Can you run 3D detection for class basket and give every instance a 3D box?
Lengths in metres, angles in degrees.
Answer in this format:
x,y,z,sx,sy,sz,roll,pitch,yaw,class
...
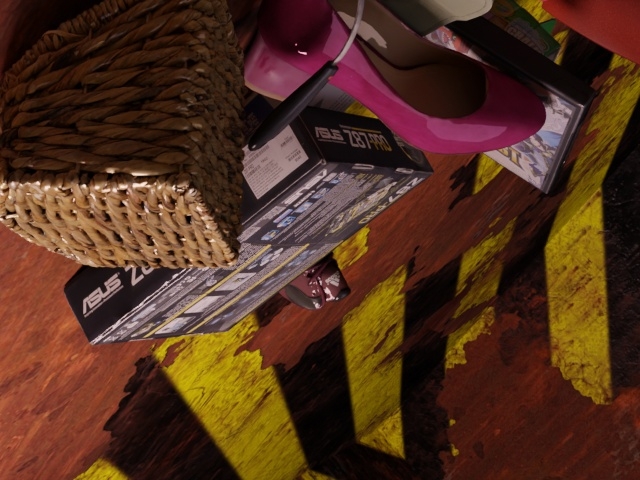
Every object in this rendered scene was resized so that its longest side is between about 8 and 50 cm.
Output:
x,y,z,sx,sy,sz,roll,pitch,yaw,class
-0.190,-0.111,1.229,0.213,0.223,0.299,1,166,5,basket

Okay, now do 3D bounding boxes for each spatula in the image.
x,y,z,sx,sy,sz,roll,pitch,yaw,class
0.021,-0.198,1.296,0.296,0.030,0.084,-51,176,18,spatula

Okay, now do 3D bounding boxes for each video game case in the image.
x,y,z,sx,sy,sz,roll,pitch,yaw,class
0.200,-0.192,1.637,0.035,0.275,0.248,-51,167,-18,video game case

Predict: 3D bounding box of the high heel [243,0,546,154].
x,y,z,sx,sy,sz,roll,pitch,yaw,class
0.109,-0.195,1.417,0.377,0.127,0.181,6,150,-22,high heel

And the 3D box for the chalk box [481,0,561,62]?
x,y,z,sx,sy,sz,roll,pitch,yaw,class
0.242,-0.253,1.835,0.213,0.132,0.132,-36,162,-22,chalk box

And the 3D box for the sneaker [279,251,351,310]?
x,y,z,sx,sy,sz,roll,pitch,yaw,class
0.000,0.000,1.872,0.106,0.162,0.281,-30,161,-34,sneaker

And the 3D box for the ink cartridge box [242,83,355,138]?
x,y,z,sx,sy,sz,roll,pitch,yaw,class
-0.018,-0.163,1.622,0.223,0.045,0.224,-44,164,8,ink cartridge box

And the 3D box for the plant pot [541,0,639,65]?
x,y,z,sx,sy,sz,roll,pitch,yaw,class
0.515,-0.399,1.894,0.267,0.236,0.267,-37,164,-13,plant pot

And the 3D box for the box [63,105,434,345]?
x,y,z,sx,sy,sz,roll,pitch,yaw,class
-0.082,-0.012,1.643,0.395,0.097,0.318,-38,161,24,box

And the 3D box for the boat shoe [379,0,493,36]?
x,y,z,sx,sy,sz,roll,pitch,yaw,class
0.117,-0.280,1.451,0.228,0.081,0.068,-2,-121,52,boat shoe
